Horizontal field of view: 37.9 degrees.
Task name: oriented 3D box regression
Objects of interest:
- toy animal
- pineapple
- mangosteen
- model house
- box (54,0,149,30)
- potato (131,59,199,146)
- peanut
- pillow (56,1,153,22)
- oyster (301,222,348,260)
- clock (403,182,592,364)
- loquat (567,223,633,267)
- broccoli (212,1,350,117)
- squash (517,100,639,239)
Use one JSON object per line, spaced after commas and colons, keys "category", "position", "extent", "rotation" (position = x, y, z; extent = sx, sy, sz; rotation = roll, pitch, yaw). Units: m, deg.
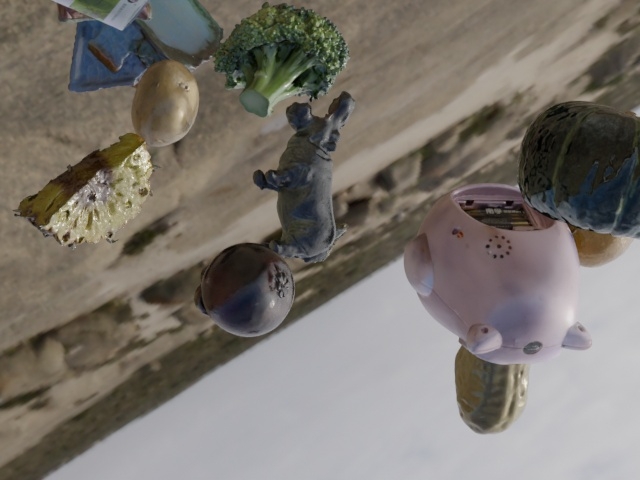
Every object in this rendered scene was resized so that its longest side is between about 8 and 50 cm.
{"category": "toy animal", "position": [-0.032, -0.128, 1.750], "extent": [0.168, 0.343, 0.106], "rotation": [12, 175, -24]}
{"category": "pineapple", "position": [-0.343, -0.054, 1.426], "extent": [0.233, 0.079, 0.135], "rotation": [-38, 146, -26]}
{"category": "mangosteen", "position": [-0.104, 0.064, 1.190], "extent": [0.140, 0.140, 0.140], "rotation": [-33, 179, -1]}
{"category": "model house", "position": [-0.493, -0.489, 2.427], "extent": [0.339, 0.297, 0.360], "rotation": [-34, -163, 28]}
{"category": "box", "position": [-0.397, -0.470, 1.386], "extent": [0.300, 0.200, 0.106], "rotation": [18, 148, -31]}
{"category": "potato", "position": [-0.256, -0.223, 1.524], "extent": [0.112, 0.112, 0.146], "rotation": [-27, 130, -77]}
{"category": "peanut", "position": [0.404, 0.272, 2.186], "extent": [0.170, 0.386, 0.192], "rotation": [-2, -162, -16]}
{"category": "pillow", "position": [-0.420, -0.492, 1.781], "extent": [0.179, 0.171, 0.075], "rotation": [-7, 169, -17]}
{"category": "oyster", "position": [0.000, 0.000, 1.914], "extent": [0.146, 0.045, 0.121], "rotation": [-14, 148, 12]}
{"category": "clock", "position": [0.363, 0.063, 1.858], "extent": [0.369, 0.376, 0.250], "rotation": [0, 130, -16]}
{"category": "loquat", "position": [0.592, -0.029, 2.025], "extent": [0.187, 0.175, 0.234], "rotation": [13, -175, 34]}
{"category": "broccoli", "position": [-0.095, -0.400, 2.045], "extent": [0.260, 0.235, 0.288], "rotation": [-25, 173, -43]}
{"category": "squash", "position": [0.395, -0.097, 1.270], "extent": [0.252, 0.252, 0.165], "rotation": [-28, 134, -73]}
